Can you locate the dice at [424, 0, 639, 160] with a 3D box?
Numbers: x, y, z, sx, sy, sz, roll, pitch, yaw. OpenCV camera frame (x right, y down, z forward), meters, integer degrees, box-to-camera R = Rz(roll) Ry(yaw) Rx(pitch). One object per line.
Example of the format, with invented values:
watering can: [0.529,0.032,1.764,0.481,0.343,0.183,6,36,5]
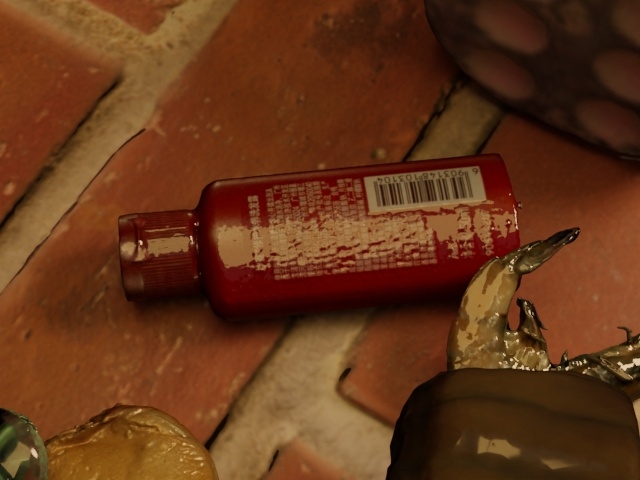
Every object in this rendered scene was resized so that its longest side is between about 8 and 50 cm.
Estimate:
dice: [0.254,-0.252,1.069,0.270,0.270,0.271,26,67,11]

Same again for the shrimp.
shrimp: [0.195,0.067,1.020,0.217,0.051,0.150,-16,92,-14]

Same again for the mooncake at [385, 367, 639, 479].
mooncake: [0.109,0.219,0.847,0.161,0.290,0.290,9,65,7]

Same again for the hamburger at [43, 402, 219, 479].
hamburger: [-0.139,0.193,0.960,0.138,0.083,0.147,-33,69,-11]

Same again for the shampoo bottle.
shampoo bottle: [0.000,0.000,1.054,0.314,0.076,0.118,-6,75,-4]

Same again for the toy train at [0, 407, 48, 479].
toy train: [-0.249,0.247,0.863,0.221,0.150,0.304,-49,67,16]
